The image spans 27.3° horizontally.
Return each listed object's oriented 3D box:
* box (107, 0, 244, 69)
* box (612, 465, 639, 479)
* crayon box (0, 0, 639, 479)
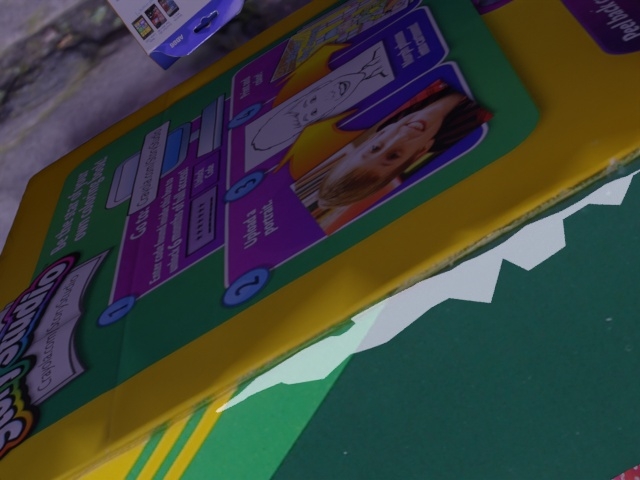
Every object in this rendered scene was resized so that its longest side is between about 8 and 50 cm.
[{"bbox_3d":[-0.097,-0.169,0.816,0.081,0.028,0.136,-39,66,6],"label":"box"},{"bbox_3d":[0.153,0.220,0.495,0.142,0.154,0.300,-8,63,-28],"label":"box"},{"bbox_3d":[0.000,0.000,0.566,0.313,0.106,0.363,-31,22,11],"label":"crayon box"}]
